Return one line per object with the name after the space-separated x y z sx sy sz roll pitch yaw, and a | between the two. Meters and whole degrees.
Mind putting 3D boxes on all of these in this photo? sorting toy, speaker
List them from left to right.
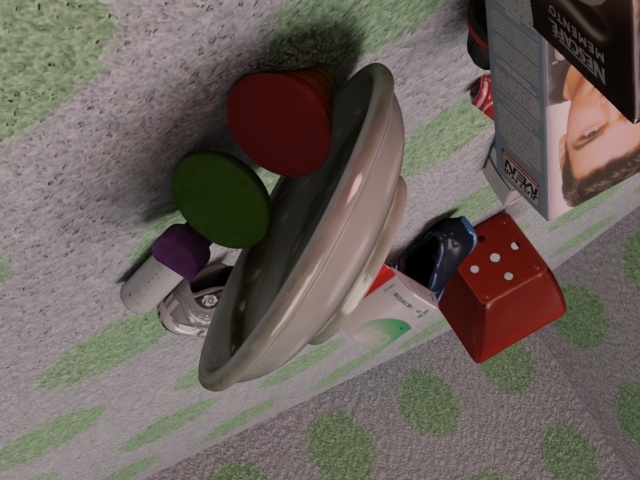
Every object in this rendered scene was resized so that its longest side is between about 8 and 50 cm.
-0.216 0.045 1.458 0.055 0.055 0.136 -15 159 -48 | speaker
-0.077 -0.087 1.240 0.365 0.127 0.126 -47 -176 46 | sorting toy

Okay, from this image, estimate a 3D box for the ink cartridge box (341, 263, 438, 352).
0.108 0.133 2.243 0.181 0.056 0.224 -38 134 25 | ink cartridge box

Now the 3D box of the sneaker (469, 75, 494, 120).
0.258 -0.225 1.559 0.118 0.067 0.042 -58 -179 -34 | sneaker

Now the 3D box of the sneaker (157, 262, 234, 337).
-0.129 0.098 1.685 0.228 0.086 0.132 9 134 -36 | sneaker

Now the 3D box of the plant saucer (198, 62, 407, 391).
0.000 0.000 1.190 0.400 0.100 0.400 -58 -168 21 | plant saucer

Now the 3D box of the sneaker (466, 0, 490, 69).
0.287 -0.278 1.287 0.276 0.097 0.135 -25 165 -14 | sneaker

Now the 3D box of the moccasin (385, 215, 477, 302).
0.206 0.063 2.333 0.117 0.138 0.342 -15 146 -36 | moccasin

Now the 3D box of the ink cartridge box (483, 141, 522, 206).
0.386 -0.156 1.957 0.148 0.086 0.203 -30 167 -7 | ink cartridge box

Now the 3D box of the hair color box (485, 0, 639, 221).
0.285 -0.213 1.161 0.185 0.113 0.374 -28 140 -11 | hair color box

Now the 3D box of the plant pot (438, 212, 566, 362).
0.418 0.088 2.589 0.267 0.267 0.236 -29 154 -7 | plant pot

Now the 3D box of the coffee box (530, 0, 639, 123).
0.247 -0.264 0.865 0.119 0.168 0.297 -29 140 -5 | coffee box
